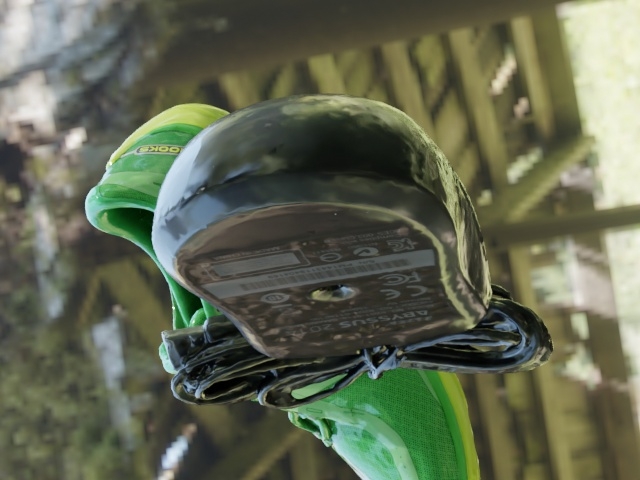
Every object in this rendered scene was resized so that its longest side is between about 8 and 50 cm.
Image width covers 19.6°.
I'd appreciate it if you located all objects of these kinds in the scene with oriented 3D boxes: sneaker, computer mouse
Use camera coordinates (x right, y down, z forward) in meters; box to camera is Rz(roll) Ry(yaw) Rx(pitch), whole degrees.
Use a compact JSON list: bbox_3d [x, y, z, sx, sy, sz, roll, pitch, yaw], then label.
[{"bbox_3d":[-0.026,0.060,1.066,0.295,0.123,0.109,49,152,8],"label":"sneaker"},{"bbox_3d":[0.000,0.000,0.805,0.272,0.188,0.072,66,-161,-68],"label":"computer mouse"}]
